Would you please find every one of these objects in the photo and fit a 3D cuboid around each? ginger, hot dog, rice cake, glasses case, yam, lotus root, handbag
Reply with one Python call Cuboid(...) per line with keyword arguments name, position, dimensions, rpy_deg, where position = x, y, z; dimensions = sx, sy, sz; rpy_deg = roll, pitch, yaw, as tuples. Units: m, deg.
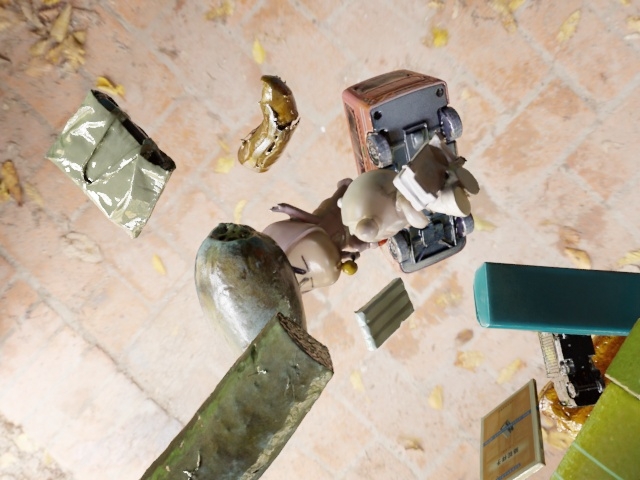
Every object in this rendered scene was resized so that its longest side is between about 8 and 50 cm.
Cuboid(name="ginger", position=(-0.131, -0.264, 1.685), dimensions=(0.133, 0.107, 0.309), rpy_deg=(41, 137, 12))
Cuboid(name="hot dog", position=(0.670, 0.316, 1.635), dimensions=(0.158, 0.117, 0.349), rpy_deg=(41, 96, 18))
Cuboid(name="rice cake", position=(0.178, 0.203, 1.897), dimensions=(0.043, 0.237, 0.127), rpy_deg=(-17, 100, 42))
Cuboid(name="glasses case", position=(0.423, 0.109, 1.210), dimensions=(0.301, 0.070, 0.117), rpy_deg=(5, 67, -9))
Cuboid(name="yam", position=(-0.058, 0.134, 0.484), dimensions=(0.068, 0.068, 0.169), rpy_deg=(40, 90, -1))
Cuboid(name="lotus root", position=(-0.099, 0.127, 1.041), dimensions=(0.140, 0.158, 0.322), rpy_deg=(-28, 116, -28))
Cuboid(name="handbag", position=(-0.518, -0.187, 1.710), dimensions=(0.316, 0.109, 0.253), rpy_deg=(45, 117, 2))

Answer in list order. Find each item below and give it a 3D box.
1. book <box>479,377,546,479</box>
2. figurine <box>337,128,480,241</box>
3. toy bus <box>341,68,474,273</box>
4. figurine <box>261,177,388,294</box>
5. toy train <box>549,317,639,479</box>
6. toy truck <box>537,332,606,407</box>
Cuboid(name="book", position=(0.388, 0.408, 1.413), dimensions=(0.018, 0.241, 0.170), rpy_deg=(36, 120, -8))
Cuboid(name="figurine", position=(0.118, -0.068, 1.139), dimensions=(0.144, 0.257, 0.182), rpy_deg=(35, 54, -22))
Cuboid(name="toy bus", position=(0.189, -0.153, 1.551), dimensions=(0.203, 0.233, 0.427), rpy_deg=(-22, 121, -12))
Cuboid(name="figurine", position=(0.000, 0.000, 1.367), dimensions=(0.287, 0.186, 0.176), rpy_deg=(-30, 125, -28))
Cuboid(name="toy train", position=(0.238, 0.171, 0.517), dimensions=(0.137, 0.090, 0.225), rpy_deg=(23, 98, -44))
Cuboid(name="toy truck", position=(0.537, 0.230, 1.497), dimensions=(0.088, 0.121, 0.259), rpy_deg=(-7, 76, -5))
